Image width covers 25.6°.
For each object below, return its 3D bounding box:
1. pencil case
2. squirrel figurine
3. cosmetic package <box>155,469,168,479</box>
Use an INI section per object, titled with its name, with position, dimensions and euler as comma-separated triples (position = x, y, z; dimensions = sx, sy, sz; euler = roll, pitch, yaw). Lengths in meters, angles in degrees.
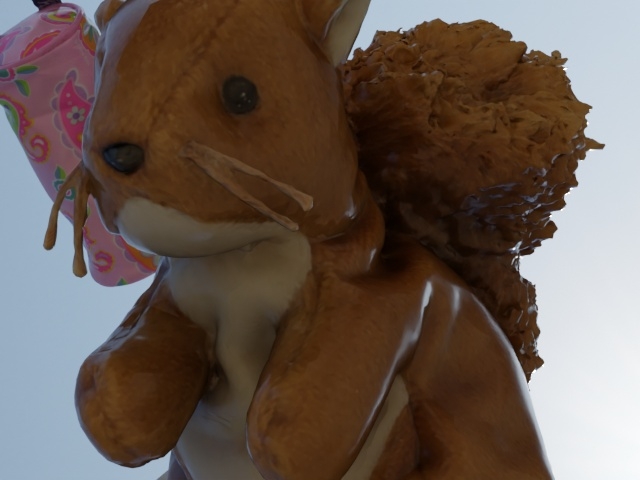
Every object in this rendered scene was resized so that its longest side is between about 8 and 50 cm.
[pencil case]
position = -0.228, -0.092, 1.364
dimensions = 0.124, 0.124, 0.284
euler = -72, -36, -49
[squirrel figurine]
position = 0.000, 0.000, 0.858
dimensions = 0.397, 0.281, 0.370
euler = -42, -62, -47
[cosmetic package]
position = -0.153, 0.338, 1.306
dimensions = 0.160, 0.309, 0.113
euler = 25, -143, -33
